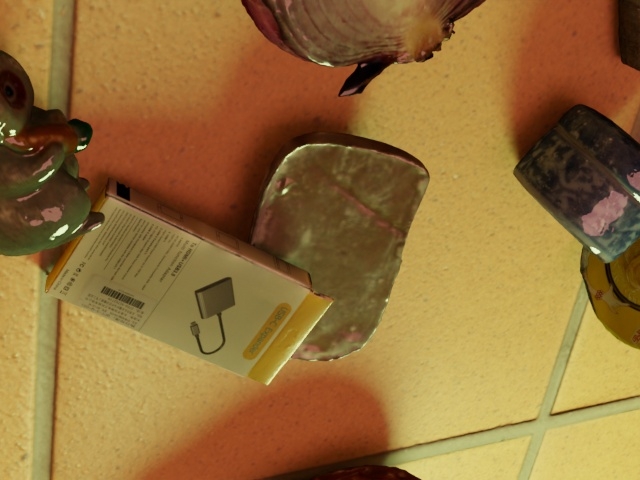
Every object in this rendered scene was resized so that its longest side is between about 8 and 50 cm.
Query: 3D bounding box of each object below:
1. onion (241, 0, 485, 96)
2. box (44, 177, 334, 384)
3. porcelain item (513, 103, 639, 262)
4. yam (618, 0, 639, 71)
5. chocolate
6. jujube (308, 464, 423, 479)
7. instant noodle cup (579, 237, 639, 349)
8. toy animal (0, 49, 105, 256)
[{"bbox_3d":[0.021,-0.314,0.986,0.267,0.159,0.348,-28,127,-24],"label":"onion"},{"bbox_3d":[-0.123,0.045,1.209,0.247,0.033,0.129,27,115,-23],"label":"box"},{"bbox_3d":[0.290,-0.063,1.336,0.114,0.147,0.147,-46,133,10],"label":"porcelain item"},{"bbox_3d":[0.329,-0.217,1.312,0.043,0.043,0.094,-24,133,-12],"label":"yam"},{"bbox_3d":[-0.002,-0.001,1.265,0.157,0.080,0.254,9,122,-15],"label":"chocolate"},{"bbox_3d":[-0.013,0.383,1.492,0.342,0.216,0.216,-10,129,-8],"label":"jujube"},{"bbox_3d":[0.450,0.049,1.492,0.215,0.215,0.236,-50,142,13],"label":"instant noodle cup"},{"bbox_3d":[-0.267,-0.087,1.028,0.138,0.108,0.236,-33,133,-2],"label":"toy animal"}]
